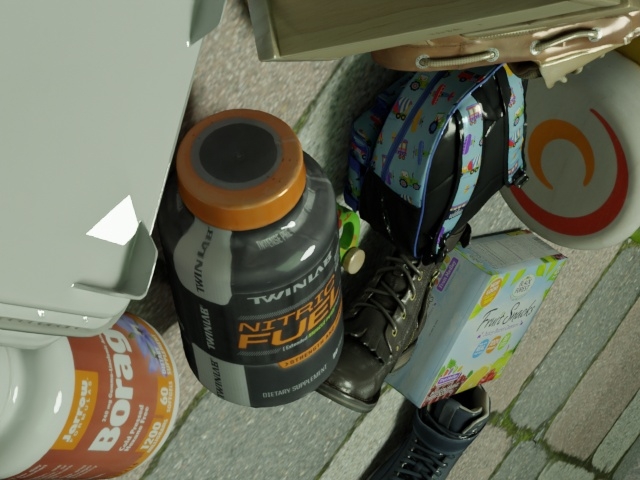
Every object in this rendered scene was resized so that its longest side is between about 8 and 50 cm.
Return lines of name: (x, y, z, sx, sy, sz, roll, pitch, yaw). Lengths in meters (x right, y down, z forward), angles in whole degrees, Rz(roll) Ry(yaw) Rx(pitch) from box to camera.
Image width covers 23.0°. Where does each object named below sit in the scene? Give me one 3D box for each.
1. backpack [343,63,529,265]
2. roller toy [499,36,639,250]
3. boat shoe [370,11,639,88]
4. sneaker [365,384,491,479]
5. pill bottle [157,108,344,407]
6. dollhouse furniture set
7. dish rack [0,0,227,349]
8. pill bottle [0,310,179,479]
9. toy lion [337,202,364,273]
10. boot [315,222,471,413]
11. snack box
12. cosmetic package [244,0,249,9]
backpack: (0.101, -0.091, 1.318, 0.158, 0.117, 0.173, -41, 153, -28)
roller toy: (0.274, -0.101, 1.539, 0.146, 0.191, 0.209, -29, 109, -43)
boat shoe: (0.175, -0.185, 1.223, 0.324, 0.123, 0.116, -2, 120, -22)
sneaker: (0.118, 0.251, 1.824, 0.226, 0.086, 0.163, -52, 169, -30)
pill bottle: (-0.050, 0.011, 1.156, 0.130, 0.130, 0.246, -44, 154, -23)
dollhouse furniture set: (0.067, -0.280, 0.991, 0.286, 0.198, 0.304, -19, 101, -71)
dish rack: (-0.155, -0.081, 0.809, 0.333, 0.072, 0.286, 17, 89, -64)
pill bottle: (-0.190, 0.094, 1.013, 0.121, 0.121, 0.216, -57, 157, 6)
toy lion: (0.000, 0.000, 1.364, 0.100, 0.034, 0.096, -33, 141, -41)
boot: (0.074, 0.025, 1.461, 0.229, 0.091, 0.263, -64, 169, 20)
snack box: (0.171, 0.082, 1.738, 0.207, 0.070, 0.175, -10, 131, -60)
cosmetic package: (-0.022, -0.178, 1.066, 0.060, 0.041, 0.115, -50, 156, -11)
